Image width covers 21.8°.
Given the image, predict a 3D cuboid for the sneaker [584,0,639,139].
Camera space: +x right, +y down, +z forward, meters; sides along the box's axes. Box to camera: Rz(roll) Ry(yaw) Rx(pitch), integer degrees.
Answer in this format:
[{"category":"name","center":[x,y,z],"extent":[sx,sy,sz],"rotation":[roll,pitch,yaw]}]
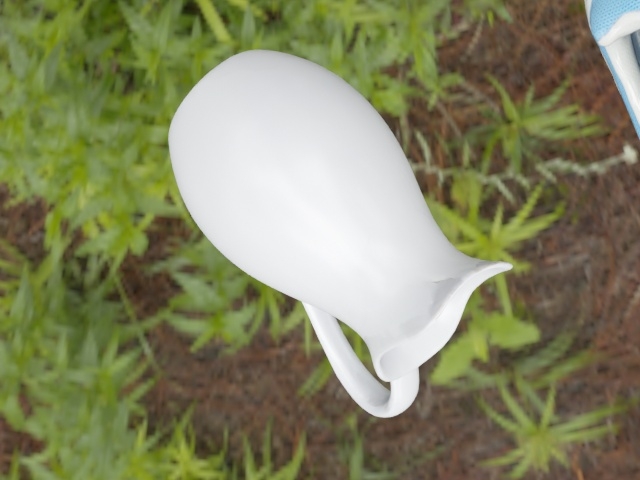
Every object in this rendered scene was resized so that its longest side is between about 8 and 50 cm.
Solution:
[{"category":"sneaker","center":[0.171,-0.019,0.602],"extent":[0.085,0.086,0.237],"rotation":[-18,121,47]}]

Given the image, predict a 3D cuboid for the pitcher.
[{"category":"pitcher","center":[0.000,0.000,1.004],"extent":[0.207,0.125,0.177],"rotation":[46,143,18]}]
